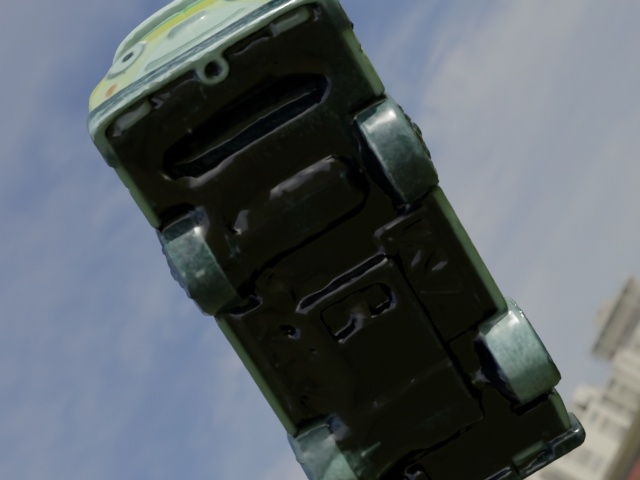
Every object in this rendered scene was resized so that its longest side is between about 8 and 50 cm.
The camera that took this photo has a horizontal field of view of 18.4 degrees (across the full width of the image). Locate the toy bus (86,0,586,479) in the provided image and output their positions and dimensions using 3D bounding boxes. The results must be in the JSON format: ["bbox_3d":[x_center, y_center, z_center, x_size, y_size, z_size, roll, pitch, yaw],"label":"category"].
[{"bbox_3d":[0.000,0.000,0.961,0.134,0.276,0.164,-30,26,1],"label":"toy bus"}]
